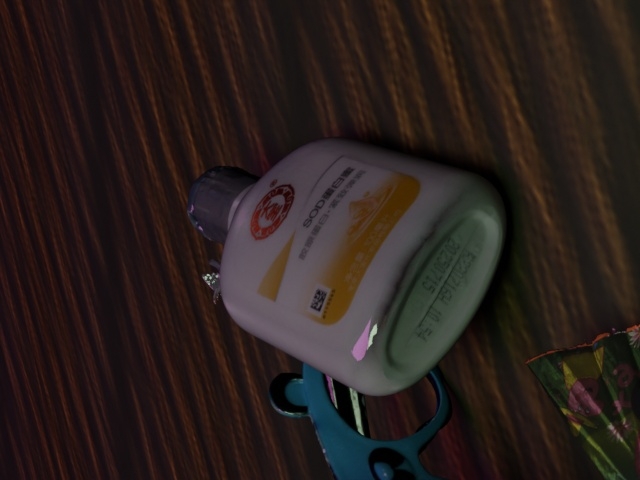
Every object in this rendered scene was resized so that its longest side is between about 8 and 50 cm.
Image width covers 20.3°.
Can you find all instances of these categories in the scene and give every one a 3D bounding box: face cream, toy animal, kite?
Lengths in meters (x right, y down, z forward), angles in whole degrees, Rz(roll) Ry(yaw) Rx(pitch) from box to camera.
[{"bbox_3d":[0.000,0.000,1.102,0.144,0.071,0.291,-57,29,-4],"label":"face cream"},{"bbox_3d":[-0.067,0.037,1.343,0.084,0.028,0.050,156,110,-64],"label":"toy animal"},{"bbox_3d":[0.182,0.067,0.765,0.321,0.016,0.234,-35,42,53],"label":"kite"}]

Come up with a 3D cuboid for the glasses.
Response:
[{"bbox_3d":[0.067,0.173,1.102,0.239,0.102,0.207,59,176,32],"label":"glasses"}]
